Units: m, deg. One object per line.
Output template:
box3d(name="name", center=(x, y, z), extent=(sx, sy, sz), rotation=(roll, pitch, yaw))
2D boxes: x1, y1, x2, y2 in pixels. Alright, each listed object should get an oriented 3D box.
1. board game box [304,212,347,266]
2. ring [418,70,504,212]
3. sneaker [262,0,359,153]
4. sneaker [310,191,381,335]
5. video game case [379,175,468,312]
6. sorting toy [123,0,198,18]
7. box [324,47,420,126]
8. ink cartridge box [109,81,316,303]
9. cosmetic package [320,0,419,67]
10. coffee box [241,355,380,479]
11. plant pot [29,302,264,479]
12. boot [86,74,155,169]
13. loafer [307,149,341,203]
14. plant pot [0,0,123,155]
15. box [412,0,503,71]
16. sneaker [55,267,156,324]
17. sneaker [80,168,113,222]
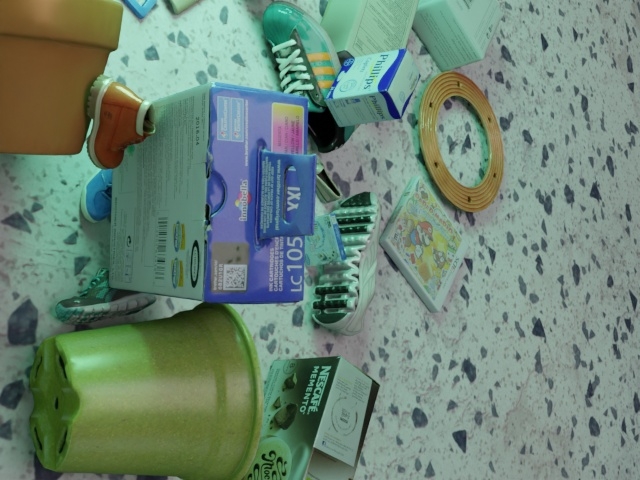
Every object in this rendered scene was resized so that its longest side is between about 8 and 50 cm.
box3d(name="board game box", center=(0.000, 0.000, 1.699), extent=(0.020, 0.090, 0.090), rotation=(-19, 96, -49))
box3d(name="ring", center=(0.328, -0.230, 2.144), extent=(0.337, 0.032, 0.336), rotation=(11, 75, -45))
box3d(name="sneaker", center=(-0.025, -0.302, 1.721), extent=(0.302, 0.108, 0.121), rotation=(57, 43, -25))
box3d(name="sneaker", center=(0.062, 0.045, 1.761), extent=(0.118, 0.110, 0.292), rotation=(42, 57, -49))
box3d(name="video game case", center=(0.231, 0.008, 1.993), extent=(0.227, 0.026, 0.206), rotation=(52, 49, -27))
box3d(name="sorting toy", center=(-0.237, -0.517, 1.582), extent=(0.347, 0.047, 0.196), rotation=(-49, 117, -41))
box3d(name="box", center=(0.097, -0.282, 1.689), extent=(0.072, 0.137, 0.126), rotation=(57, 44, -37))
box3d(name="ink cartridge box", center=(-0.146, -0.054, 1.218), extent=(0.151, 0.395, 0.269), rotation=(2, 89, -31))
box3d(name="cosmetic package", center=(0.097, -0.446, 1.880), extent=(0.160, 0.113, 0.309), rotation=(40, 56, -35))
box3d(name="coffee box", center=(-0.030, 0.353, 1.537), extent=(0.119, 0.168, 0.297), rotation=(41, 55, -34))
box3d(name="plant pot", center=(-0.258, 0.220, 1.277), extent=(0.254, 0.276, 0.276), rotation=(4, 79, -36))
box3d(name="boot", center=(-0.261, -0.140, 1.210), extent=(0.085, 0.158, 0.059), rotation=(21, 53, 2))
box3d(name="loafer", center=(-0.001, -0.129, 1.762), extent=(0.045, 0.039, 0.125), rotation=(-51, 118, -39))
box3d(name="plant pot", center=(-0.408, -0.219, 1.187), extent=(0.291, 0.291, 0.203), rotation=(-4, 101, -47))
box3d(name="box", center=(0.313, -0.525, 2.122), extent=(0.182, 0.119, 0.181), rotation=(50, 50, -29))
box3d(name="sneaker", center=(-0.327, 0.079, 1.365), extent=(0.166, 0.065, 0.076), rotation=(-9, 72, -51))
box3d(name="sneaker", center=(-0.304, -0.096, 1.396), extent=(0.058, 0.085, 0.152), rotation=(47, 51, -30))
